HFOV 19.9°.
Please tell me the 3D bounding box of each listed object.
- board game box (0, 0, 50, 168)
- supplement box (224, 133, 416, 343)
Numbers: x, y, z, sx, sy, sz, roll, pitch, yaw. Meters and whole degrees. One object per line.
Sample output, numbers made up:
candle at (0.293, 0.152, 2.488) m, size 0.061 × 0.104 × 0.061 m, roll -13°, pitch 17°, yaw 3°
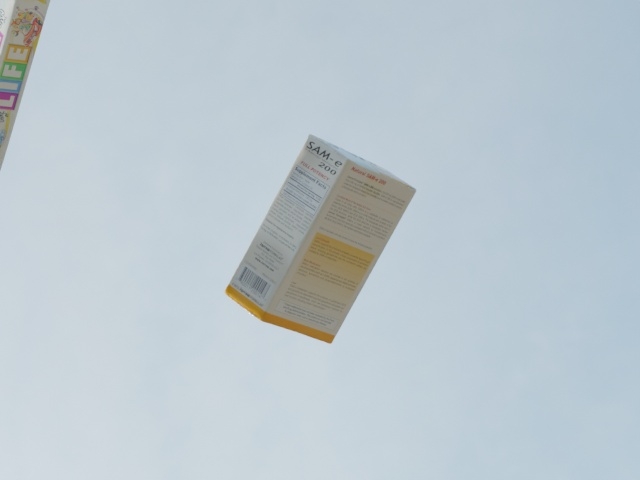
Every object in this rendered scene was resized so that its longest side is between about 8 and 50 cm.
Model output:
board game box at (-0.238, -0.137, 1.294) m, size 0.026 × 0.103 × 0.154 m, roll 4°, pitch -63°, yaw -36°
supplement box at (0.000, 0.000, 0.979) m, size 0.062 × 0.036 × 0.098 m, roll 23°, pitch -81°, yaw -48°
